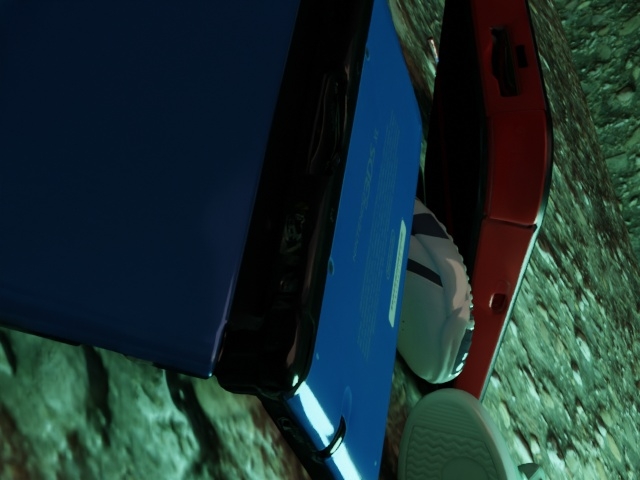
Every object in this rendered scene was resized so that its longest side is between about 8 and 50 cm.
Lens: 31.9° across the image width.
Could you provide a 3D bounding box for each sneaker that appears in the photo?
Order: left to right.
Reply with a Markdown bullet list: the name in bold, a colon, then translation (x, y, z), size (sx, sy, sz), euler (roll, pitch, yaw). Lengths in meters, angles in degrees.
- **sneaker**: translation (0.000, 0.000, 0.770), size (0.094, 0.153, 0.235), euler (137, -62, -65)
- **sneaker**: translation (0.139, 0.207, 0.944), size (0.151, 0.094, 0.256), euler (-57, 132, -58)

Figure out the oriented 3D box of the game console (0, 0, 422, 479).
- **game console**: translation (-0.059, -0.031, 0.624), size (0.250, 0.173, 0.293), euler (66, 29, -51)

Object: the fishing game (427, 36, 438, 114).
- **fishing game**: translation (0.169, -0.123, 1.400), size (0.189, 0.041, 0.264), euler (63, 12, -45)

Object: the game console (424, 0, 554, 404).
- **game console**: translation (0.146, -0.067, 1.059), size (0.387, 0.060, 0.342), euler (-87, 179, -46)
